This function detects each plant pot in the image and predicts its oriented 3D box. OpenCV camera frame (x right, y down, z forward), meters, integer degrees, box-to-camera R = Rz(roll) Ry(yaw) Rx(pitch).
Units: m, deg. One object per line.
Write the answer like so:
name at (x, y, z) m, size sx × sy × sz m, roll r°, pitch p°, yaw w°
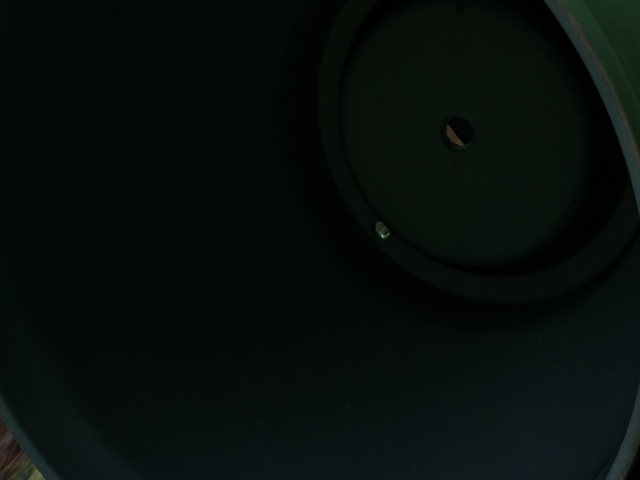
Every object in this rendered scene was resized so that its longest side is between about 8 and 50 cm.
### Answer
plant pot at (0.023, -0.024, 0.607) m, size 0.293 × 0.293 × 0.196 m, roll -29°, pitch 1°, yaw 37°

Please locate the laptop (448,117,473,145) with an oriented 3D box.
laptop at (0.107, -0.226, 0.882) m, size 0.234 × 0.136 × 0.264 m, roll -38°, pitch 34°, yaw 18°
